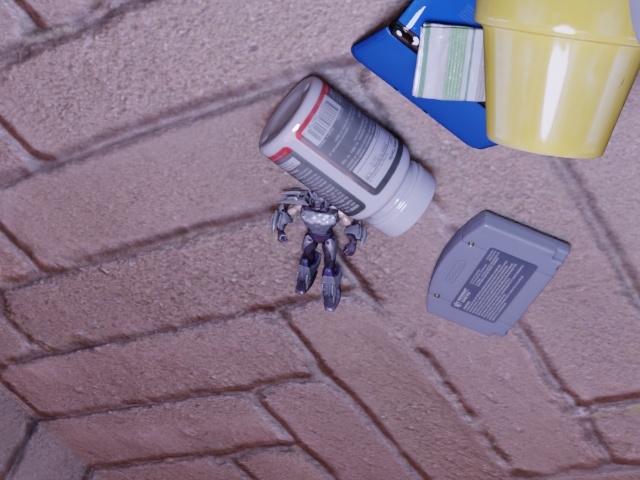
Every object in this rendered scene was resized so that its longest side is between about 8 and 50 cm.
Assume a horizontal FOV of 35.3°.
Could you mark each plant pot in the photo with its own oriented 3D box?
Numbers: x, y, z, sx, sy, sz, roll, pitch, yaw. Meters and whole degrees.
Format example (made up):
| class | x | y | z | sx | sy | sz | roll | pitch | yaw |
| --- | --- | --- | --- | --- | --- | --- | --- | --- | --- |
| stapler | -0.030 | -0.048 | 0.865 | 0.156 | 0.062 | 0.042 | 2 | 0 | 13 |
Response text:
| class | x | y | z | sx | sy | sz | roll | pitch | yaw |
| --- | --- | --- | --- | --- | --- | --- | --- | --- | --- |
| plant pot | 0.328 | -0.244 | 1.375 | 0.254 | 0.254 | 0.238 | 10 | 105 | 11 |

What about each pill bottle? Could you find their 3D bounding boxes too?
| class | x | y | z | sx | sy | sz | roll | pitch | yaw |
| --- | --- | --- | --- | --- | --- | --- | --- | --- | --- |
| pill bottle | 0.049 | -0.138 | 1.730 | 0.283 | 0.161 | 0.161 | 36 | 136 | -19 |

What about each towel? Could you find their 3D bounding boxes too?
| class | x | y | z | sx | sy | sz | roll | pitch | yaw |
| --- | --- | --- | --- | --- | --- | --- | --- | --- | --- |
| towel | 0.216 | -0.264 | 1.499 | 0.152 | 0.023 | 0.113 | 2 | 115 | -8 |

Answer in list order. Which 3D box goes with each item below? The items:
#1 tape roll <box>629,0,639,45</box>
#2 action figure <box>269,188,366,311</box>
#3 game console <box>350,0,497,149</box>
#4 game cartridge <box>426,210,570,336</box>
| class | x | y | z | sx | sy | sz | roll | pitch | yaw |
| --- | --- | --- | --- | --- | --- | --- | --- | --- | --- |
| tape roll | 0.480 | -0.320 | 1.252 | 0.072 | 0.219 | 0.219 | 19 | 151 | 49 |
| action figure | 0.000 | 0.000 | 1.952 | 0.185 | 0.099 | 0.285 | 16 | 136 | 17 |
| game console | 0.238 | -0.295 | 1.590 | 0.293 | 0.173 | 0.250 | 35 | 106 | -18 |
| game cartridge | 0.323 | 0.067 | 1.935 | 0.198 | 0.062 | 0.297 | 25 | 139 | -1 |
